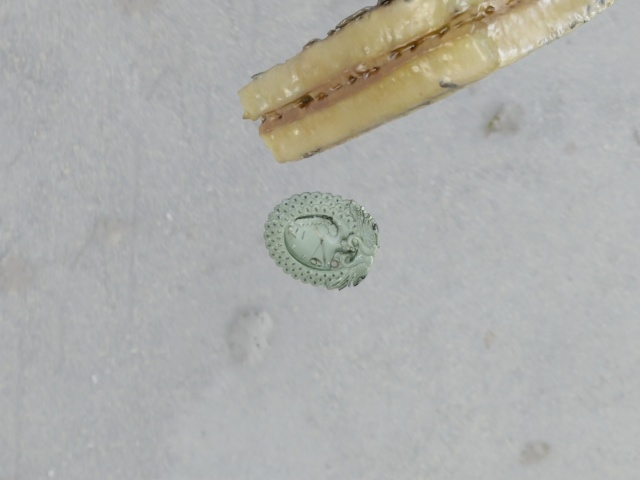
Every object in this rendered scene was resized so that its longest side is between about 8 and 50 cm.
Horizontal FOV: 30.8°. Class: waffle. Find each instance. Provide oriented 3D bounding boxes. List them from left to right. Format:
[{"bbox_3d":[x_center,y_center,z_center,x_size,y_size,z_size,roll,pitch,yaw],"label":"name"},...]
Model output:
[{"bbox_3d":[0.111,-0.210,1.202,0.261,0.376,0.114,-34,99,-35],"label":"waffle"}]

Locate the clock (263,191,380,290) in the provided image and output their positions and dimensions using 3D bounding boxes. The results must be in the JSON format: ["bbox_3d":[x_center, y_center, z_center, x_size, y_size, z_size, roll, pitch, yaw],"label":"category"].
[{"bbox_3d":[0.000,0.000,0.828,0.083,0.010,0.074,17,115,2],"label":"clock"}]
